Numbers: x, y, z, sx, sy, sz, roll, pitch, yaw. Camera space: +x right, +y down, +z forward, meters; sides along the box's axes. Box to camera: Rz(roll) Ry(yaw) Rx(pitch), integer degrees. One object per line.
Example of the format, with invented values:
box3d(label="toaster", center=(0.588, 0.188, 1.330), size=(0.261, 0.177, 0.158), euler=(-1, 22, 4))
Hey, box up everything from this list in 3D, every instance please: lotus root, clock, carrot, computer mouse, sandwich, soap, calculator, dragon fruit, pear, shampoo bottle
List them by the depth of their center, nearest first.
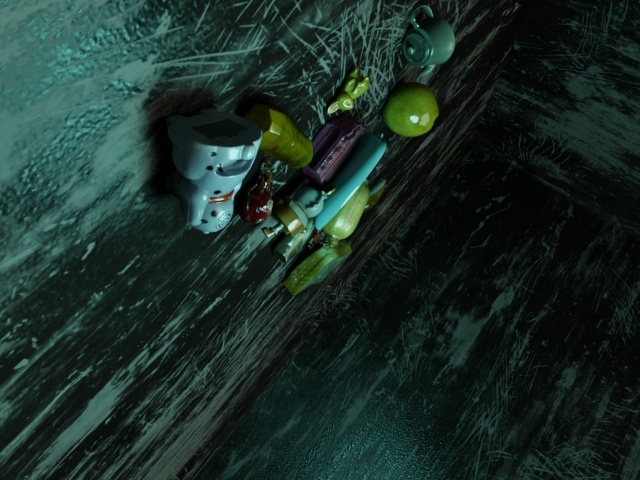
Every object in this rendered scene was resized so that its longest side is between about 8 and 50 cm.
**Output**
box3d(label="clock", center=(-0.234, -0.129, 1.019), size=(0.189, 0.189, 0.254), euler=(-35, 154, -49))
box3d(label="carrot", center=(-0.104, -0.262, 1.236), size=(0.114, 0.114, 0.302), euler=(-57, 166, 6))
box3d(label="dragon fruit", center=(-0.169, -0.128, 1.364), size=(0.094, 0.094, 0.190), euler=(-19, 136, -64))
box3d(label="soap", center=(0.045, -0.299, 1.601), size=(0.250, 0.099, 0.162), euler=(-51, 163, -10))
box3d(label="calculator", center=(0.082, -0.223, 1.680), size=(0.386, 0.054, 0.256), euler=(-47, -155, 7))
box3d(label="lotus root", center=(0.082, -0.112, 1.772), size=(0.303, 0.146, 0.131), euler=(-62, -152, -5))
box3d(label="shampoo bottle", center=(-0.042, -0.063, 1.841), size=(0.350, 0.084, 0.125), euler=(-48, 175, -20))
box3d(label="pear", center=(0.356, -0.504, 1.893), size=(0.209, 0.209, 0.209), euler=(-49, 163, -21))
box3d(label="sandwich", center=(0.001, 0.109, 2.187), size=(0.271, 0.099, 0.301), euler=(-40, 171, 23))
box3d(label="computer mouse", center=(0.263, -0.221, 2.453), size=(0.245, 0.056, 0.126), euler=(-42, 159, -34))

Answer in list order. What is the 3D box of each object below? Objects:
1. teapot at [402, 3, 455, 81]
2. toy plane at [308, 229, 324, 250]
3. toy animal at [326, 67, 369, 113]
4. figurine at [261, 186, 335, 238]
box3d(label="teapot", center=(0.345, -0.673, 1.658), size=(0.149, 0.162, 0.239), euler=(-31, 129, -29))
box3d(label="toy plane", center=(-0.003, -0.002, 2.127), size=(0.130, 0.061, 0.189), euler=(-55, 168, -4))
box3d(label="toy animal", center=(0.081, -0.439, 1.492), size=(0.159, 0.070, 0.083), euler=(-50, 165, -1))
box3d(label="figurine", center=(-0.066, -0.092, 1.567), size=(0.271, 0.143, 0.143), euler=(-21, 153, -14))
